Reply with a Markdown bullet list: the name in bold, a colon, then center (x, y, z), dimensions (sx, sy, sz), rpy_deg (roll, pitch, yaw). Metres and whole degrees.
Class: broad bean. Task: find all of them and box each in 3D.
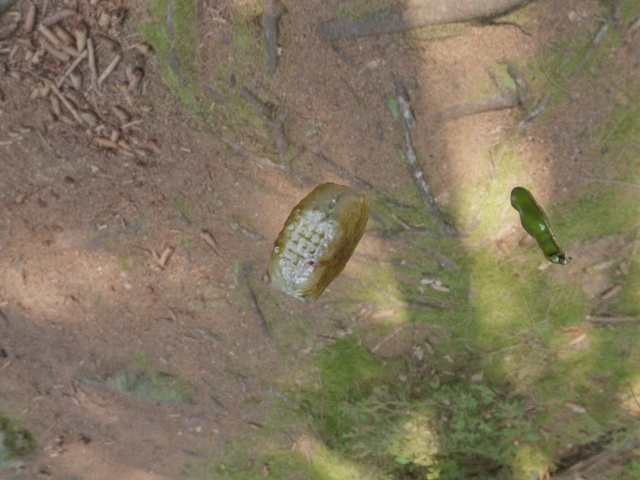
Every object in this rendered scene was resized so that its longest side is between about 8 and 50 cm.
- **broad bean**: center (0.530, -0.041, 1.073), dimensions (0.055, 0.318, 0.098), rpy_deg (-10, 121, 4)

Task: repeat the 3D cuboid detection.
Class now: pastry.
- **pastry**: center (0.000, 0.000, 0.693), dimensions (0.093, 0.182, 0.193), rpy_deg (31, 98, 16)
